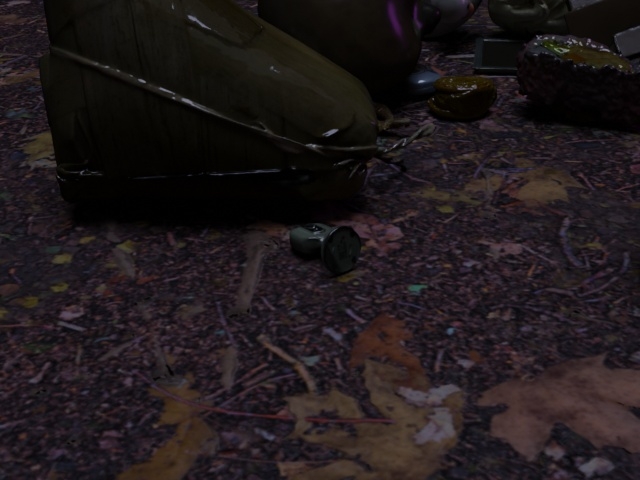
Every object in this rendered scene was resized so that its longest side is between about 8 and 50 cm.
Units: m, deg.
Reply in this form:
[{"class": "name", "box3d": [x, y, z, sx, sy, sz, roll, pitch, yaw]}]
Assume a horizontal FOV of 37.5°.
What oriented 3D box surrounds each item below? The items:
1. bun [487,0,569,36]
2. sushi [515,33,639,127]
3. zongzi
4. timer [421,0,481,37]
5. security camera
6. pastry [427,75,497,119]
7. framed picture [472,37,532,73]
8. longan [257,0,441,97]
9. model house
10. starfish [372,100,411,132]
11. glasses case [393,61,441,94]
[{"class": "bun", "box3d": [0.434, -0.458, 1.830, 0.229, 0.145, 0.229, 12, -12, 3]}, {"class": "sushi", "box3d": [0.423, -0.251, 1.468, 0.241, 0.108, 0.161, 13, 32, 15]}, {"class": "zongzi", "box3d": [-0.102, -0.270, 1.147, 0.499, 0.467, 0.218, 1, 23, 4]}, {"class": "timer", "box3d": [0.210, -0.510, 1.846, 0.233, 0.234, 0.240, 9, 26, 19]}, {"class": "security camera", "box3d": [0.000, 0.000, 1.078, 0.058, 0.058, 0.092, -20, 24, -31]}, {"class": "pastry", "box3d": [0.224, -0.230, 1.492, 0.109, 0.057, 0.097, 7, 27, 14]}, {"class": "framed picture", "box3d": [0.410, -0.338, 1.738, 0.252, 0.014, 0.197, 4, 28, 9]}, {"class": "longan", "box3d": [0.045, -0.362, 1.535, 0.300, 0.243, 0.300, 3, 70, -9]}, {"class": "model house", "box3d": [0.517, -0.316, 1.562, 0.180, 0.176, 0.248, -15, 65, 19]}, {"class": "starfish", "box3d": [0.037, -0.195, 1.443, 0.209, 0.053, 0.150, 12, 35, 21]}, {"class": "glasses case", "box3d": [0.138, -0.287, 1.619, 0.067, 0.045, 0.178, -17, 32, -25]}]
